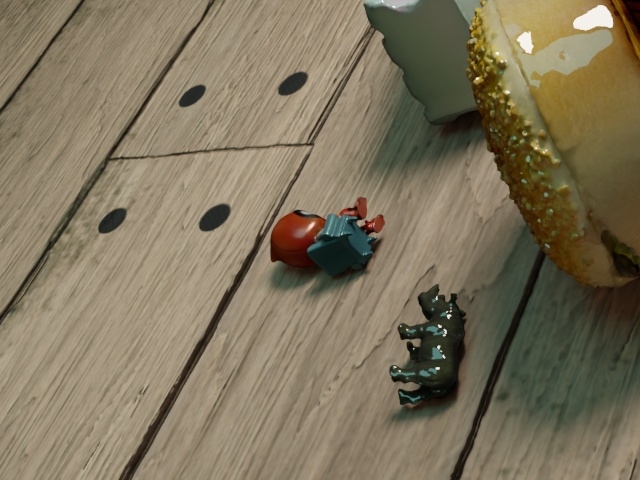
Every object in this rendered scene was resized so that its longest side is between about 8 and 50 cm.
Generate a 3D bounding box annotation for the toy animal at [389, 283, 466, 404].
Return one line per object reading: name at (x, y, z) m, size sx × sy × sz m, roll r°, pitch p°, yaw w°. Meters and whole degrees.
toy animal at (0.111, 0.098, 1.160) m, size 0.065 × 0.047 × 0.136 m, roll -10°, pitch 42°, yaw 24°

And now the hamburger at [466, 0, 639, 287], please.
hamburger at (0.239, -0.102, 1.065) m, size 0.170 × 0.302 × 0.302 m, roll -30°, pitch 36°, yaw 20°

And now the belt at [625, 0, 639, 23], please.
belt at (0.378, -0.326, 1.252) m, size 0.324 × 0.227 × 0.115 m, roll -1°, pitch 47°, yaw 13°

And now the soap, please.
soap at (0.175, -0.323, 1.425) m, size 0.115 × 0.208 × 0.347 m, roll -10°, pitch 44°, yaw 30°

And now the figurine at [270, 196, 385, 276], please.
figurine at (0.000, 0.000, 1.342) m, size 0.140 × 0.068 × 0.075 m, roll -12°, pitch 46°, yaw 39°
